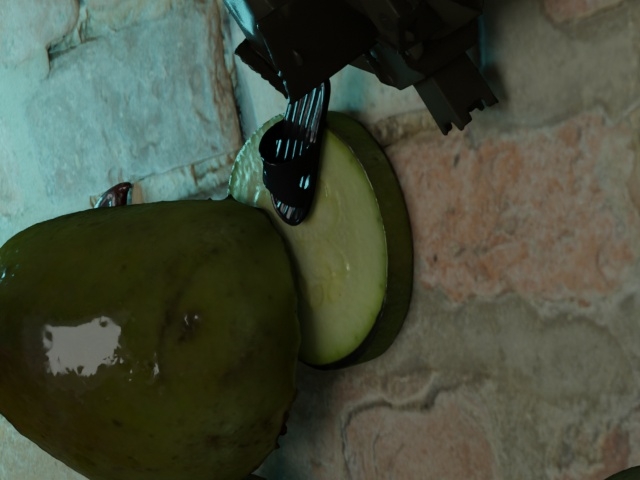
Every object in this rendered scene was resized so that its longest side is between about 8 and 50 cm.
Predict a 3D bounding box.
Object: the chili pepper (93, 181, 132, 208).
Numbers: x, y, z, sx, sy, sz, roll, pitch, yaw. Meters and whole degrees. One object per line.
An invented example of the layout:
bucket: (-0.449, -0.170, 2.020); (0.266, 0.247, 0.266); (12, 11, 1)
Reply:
chili pepper: (-0.263, -0.009, 1.729); (0.050, 0.041, 0.153); (23, 127, 1)

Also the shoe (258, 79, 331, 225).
shoe: (-0.032, -0.088, 1.303); (0.062, 0.053, 0.159); (36, 123, 38)

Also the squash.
squash: (0.000, 0.000, 1.365); (0.252, 0.048, 0.252); (17, 112, 49)

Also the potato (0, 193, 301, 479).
potato: (-0.178, 0.089, 1.381); (0.280, 0.212, 0.330); (-26, 75, 43)

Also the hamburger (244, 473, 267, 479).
hamburger: (-0.071, 0.378, 1.477); (0.243, 0.146, 0.286); (-50, 51, 40)

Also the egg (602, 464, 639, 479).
egg: (0.260, 0.244, 0.952); (0.228, 0.177, 0.177); (15, 111, 38)

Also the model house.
model house: (0.038, -0.184, 1.138); (0.243, 0.204, 0.211); (55, 161, -6)
